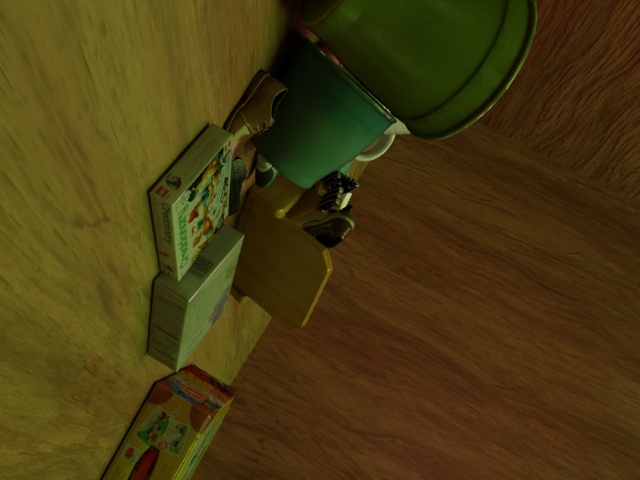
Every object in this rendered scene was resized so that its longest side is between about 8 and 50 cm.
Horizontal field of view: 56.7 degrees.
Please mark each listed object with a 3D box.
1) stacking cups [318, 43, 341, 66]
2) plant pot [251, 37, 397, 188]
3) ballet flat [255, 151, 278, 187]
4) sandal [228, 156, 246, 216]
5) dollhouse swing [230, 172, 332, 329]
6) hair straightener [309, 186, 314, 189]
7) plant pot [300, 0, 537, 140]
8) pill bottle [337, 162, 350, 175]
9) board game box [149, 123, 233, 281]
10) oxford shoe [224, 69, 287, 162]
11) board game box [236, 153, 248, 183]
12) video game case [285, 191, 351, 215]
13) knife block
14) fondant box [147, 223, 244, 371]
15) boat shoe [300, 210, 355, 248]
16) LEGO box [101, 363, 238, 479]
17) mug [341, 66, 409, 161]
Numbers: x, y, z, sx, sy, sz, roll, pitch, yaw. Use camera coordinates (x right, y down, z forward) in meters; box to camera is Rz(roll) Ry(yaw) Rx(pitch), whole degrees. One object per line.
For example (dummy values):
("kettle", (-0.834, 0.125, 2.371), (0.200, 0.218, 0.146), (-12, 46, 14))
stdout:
("stacking cups", (0.067, -0.510, 1.553), (0.316, 0.096, 0.096), (-54, 170, -47))
("plant pot", (-0.013, -0.268, 1.347), (0.255, 0.272, 0.272), (-47, 177, 14))
("ballet flat", (-0.119, -0.228, 1.489), (0.203, 0.074, 0.074), (-56, 175, 10))
("sandal", (-0.206, -0.121, 1.317), (0.067, 0.040, 0.179), (-22, 152, -27))
("dollhouse swing", (-0.090, 0.024, 1.725), (0.346, 0.305, 0.315), (-66, 172, 32))
("hair straightener", (-0.038, -0.225, 1.812), (0.089, 0.047, 0.230), (115, -22, -43))
("plant pot", (0.165, -0.444, 1.183), (0.366, 0.353, 0.366), (-39, -142, 39))
("pill bottle", (0.043, -0.306, 2.016), (0.146, 0.146, 0.264), (-58, 173, -21))
("board game box", (-0.251, -0.065, 1.177), (0.193, 0.053, 0.305), (-57, 173, -30))
("oxford shoe", (-0.139, -0.239, 1.206), (0.212, 0.076, 0.076), (-59, 176, 0))
("board game box", (-0.204, -0.121, 1.398), (0.133, 0.033, 0.168), (-59, 173, -19))
("video game case", (-0.024, -0.127, 1.930), (0.025, 0.285, 0.204), (15, 110, -39))
("knife block", (0.000, -0.092, 1.744), (0.275, 0.088, 0.242), (-56, -157, 22))
("fondant box", (-0.307, 0.136, 1.445), (0.238, 0.096, 0.330), (-55, 173, -42))
("boat shoe", (-0.006, -0.004, 1.706), (0.257, 0.095, 0.095), (-32, -149, 53))
("LEGO box", (-0.497, 0.680, 1.876), (0.500, 0.193, 0.372), (-61, 174, -1))
("mug", (0.178, -0.416, 1.816), (0.328, 0.276, 0.374), (-12, 129, -42))
